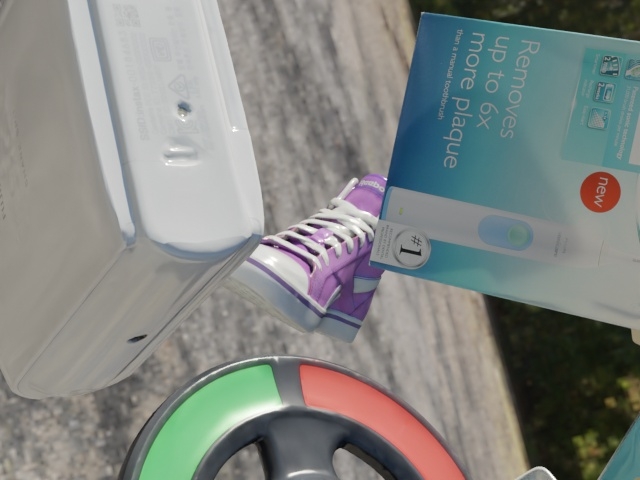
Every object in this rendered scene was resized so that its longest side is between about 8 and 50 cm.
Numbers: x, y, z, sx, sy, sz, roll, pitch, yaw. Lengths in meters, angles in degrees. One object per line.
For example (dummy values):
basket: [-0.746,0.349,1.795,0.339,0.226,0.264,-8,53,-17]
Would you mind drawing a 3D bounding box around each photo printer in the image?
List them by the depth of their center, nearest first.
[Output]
photo printer: [-0.159,-0.044,0.870,0.307,0.107,0.256,-42,-123,54]

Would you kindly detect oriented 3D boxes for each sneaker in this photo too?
sneaker: [-0.001,0.000,1.184,0.102,0.161,0.282,30,2,16]

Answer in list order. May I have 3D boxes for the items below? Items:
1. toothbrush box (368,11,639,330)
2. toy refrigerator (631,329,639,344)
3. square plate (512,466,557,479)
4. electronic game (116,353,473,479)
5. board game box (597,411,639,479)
toothbrush box: [0.212,-0.049,1.042,0.126,0.296,0.216,6,97,-63]
toy refrigerator: [0.580,0.131,1.889,0.269,0.102,0.094,27,-45,55]
square plate: [0.185,0.455,1.347,0.347,0.344,0.049,55,-9,37]
electronic game: [0.000,0.164,0.671,0.229,0.048,0.229,17,52,-23]
board game box: [0.399,0.198,1.129,0.254,0.336,0.079,31,14,14]
